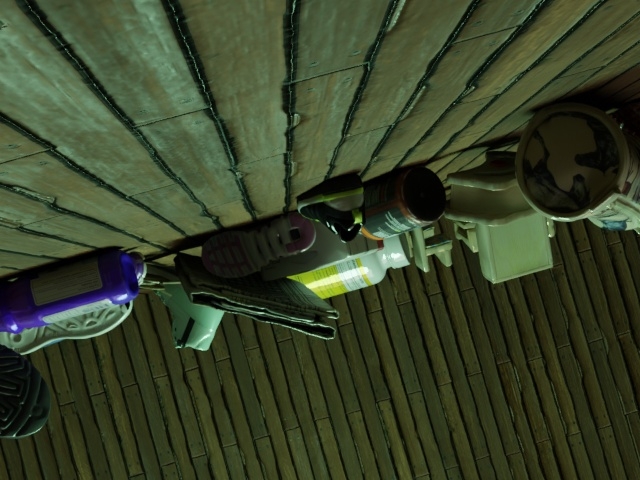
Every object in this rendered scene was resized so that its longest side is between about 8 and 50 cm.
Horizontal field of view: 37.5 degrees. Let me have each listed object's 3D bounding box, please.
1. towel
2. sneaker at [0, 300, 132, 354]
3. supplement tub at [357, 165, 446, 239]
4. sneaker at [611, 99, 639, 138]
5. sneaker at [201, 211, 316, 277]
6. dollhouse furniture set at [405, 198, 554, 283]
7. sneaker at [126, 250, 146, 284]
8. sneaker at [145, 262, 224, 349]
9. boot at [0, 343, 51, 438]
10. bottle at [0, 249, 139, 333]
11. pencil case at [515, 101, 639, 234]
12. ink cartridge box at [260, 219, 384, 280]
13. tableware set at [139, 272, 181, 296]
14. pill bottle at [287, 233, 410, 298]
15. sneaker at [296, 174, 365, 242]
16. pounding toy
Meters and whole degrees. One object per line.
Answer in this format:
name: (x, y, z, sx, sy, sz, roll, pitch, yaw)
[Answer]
towel: (-0.136, 0.100, 1.926, 0.312, 0.056, 0.324, 17, -172, -18)
sneaker: (-0.544, 0.150, 2.117, 0.322, 0.130, 0.236, -21, -174, 10)
supplement tub: (0.124, -0.060, 1.673, 0.106, 0.106, 0.198, -14, 177, -36)
sneaker: (0.550, -0.205, 1.634, 0.092, 0.088, 0.225, -42, 178, -10)
sneaker: (-0.119, 0.008, 1.879, 0.236, 0.095, 0.104, -17, -175, 6)
dollhouse furniture set: (0.401, -0.087, 2.341, 0.362, 0.257, 0.394, -15, -162, -10)
sneaker: (-0.388, 0.064, 1.677, 0.169, 0.068, 0.071, -16, 172, 16)
sneaker: (-0.315, 0.142, 1.991, 0.256, 0.151, 0.094, 23, -172, 37)
boot: (-0.711, 0.258, 1.685, 0.367, 0.146, 0.445, 29, 152, -22)
bottle: (-0.451, 0.092, 1.574, 0.282, 0.092, 0.118, -16, 179, 2)
pencil case: (0.421, -0.100, 1.429, 0.160, 0.183, 0.410, -53, 158, 17)
ink cartridge box: (0.000, 0.000, 2.048, 0.207, 0.117, 0.283, -16, 177, 17)
tableware set: (-0.374, 0.089, 1.861, 0.128, 0.039, 0.194, 12, -176, 24)
pill bottle: (0.047, 0.037, 2.356, 0.333, 0.188, 0.188, -17, 177, 12)
sneaker: (0.019, -0.040, 1.539, 0.084, 0.097, 0.234, -15, 177, -12)
pounding toy: (0.326, -0.132, 1.650, 0.269, 0.155, 0.154, -16, -154, -36)
